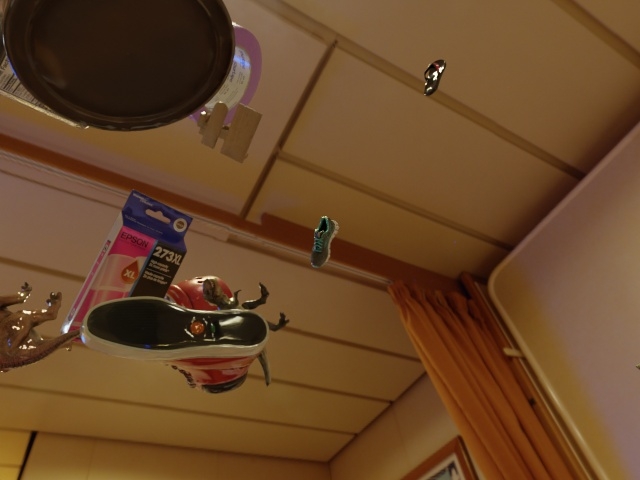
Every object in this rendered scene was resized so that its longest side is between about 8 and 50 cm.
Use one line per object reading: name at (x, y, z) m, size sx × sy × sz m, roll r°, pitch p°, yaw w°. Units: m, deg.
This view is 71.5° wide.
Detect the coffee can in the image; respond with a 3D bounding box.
coffee can at (-0.228, -0.288, 0.475) m, size 0.201 × 0.275 × 0.201 m, roll -20°, pitch -23°, yaw -9°

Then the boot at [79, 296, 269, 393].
boot at (-0.214, 0.168, 0.644) m, size 0.244 × 0.088 × 0.176 m, roll 10°, pitch -45°, yaw -20°

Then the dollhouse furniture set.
dollhouse furniture set at (-0.211, -0.287, 1.070) m, size 0.144 × 0.151 × 0.123 m, roll 26°, pitch -67°, yaw -4°

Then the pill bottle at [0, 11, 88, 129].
pill bottle at (-0.518, -0.308, 0.786) m, size 0.130 × 0.130 × 0.245 m, roll -40°, pitch -37°, yaw 21°

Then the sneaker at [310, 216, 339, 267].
sneaker at (0.000, 0.000, 1.365) m, size 0.065 × 0.166 × 0.076 m, roll 6°, pitch -22°, yaw 28°

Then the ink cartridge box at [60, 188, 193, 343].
ink cartridge box at (-0.451, 0.081, 1.076) m, size 0.175 × 0.069 × 0.371 m, roll 30°, pitch -100°, yaw -40°

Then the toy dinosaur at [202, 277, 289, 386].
toy dinosaur at (-0.141, 0.167, 0.940) m, size 0.118 × 0.064 × 0.268 m, roll -36°, pitch -76°, yaw -16°

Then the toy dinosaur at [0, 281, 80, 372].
toy dinosaur at (-0.560, 0.165, 0.757) m, size 0.295 × 0.200 × 0.127 m, roll 16°, pitch -74°, yaw 8°

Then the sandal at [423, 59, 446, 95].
sandal at (0.358, -0.531, 1.420) m, size 0.040 × 0.179 × 0.067 m, roll 37°, pitch -38°, yaw -21°

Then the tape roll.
tape roll at (-0.280, -0.445, 1.190) m, size 0.090 × 0.275 × 0.275 m, roll 33°, pitch -53°, yaw 17°

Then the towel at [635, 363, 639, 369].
towel at (0.427, 0.168, 0.524) m, size 0.060 × 0.083 × 0.009 m, roll -10°, pitch -53°, yaw -28°

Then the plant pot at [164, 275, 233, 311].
plant pot at (-0.362, 0.201, 1.247) m, size 0.191 × 0.191 × 0.174 m, roll -46°, pitch -21°, yaw 25°
